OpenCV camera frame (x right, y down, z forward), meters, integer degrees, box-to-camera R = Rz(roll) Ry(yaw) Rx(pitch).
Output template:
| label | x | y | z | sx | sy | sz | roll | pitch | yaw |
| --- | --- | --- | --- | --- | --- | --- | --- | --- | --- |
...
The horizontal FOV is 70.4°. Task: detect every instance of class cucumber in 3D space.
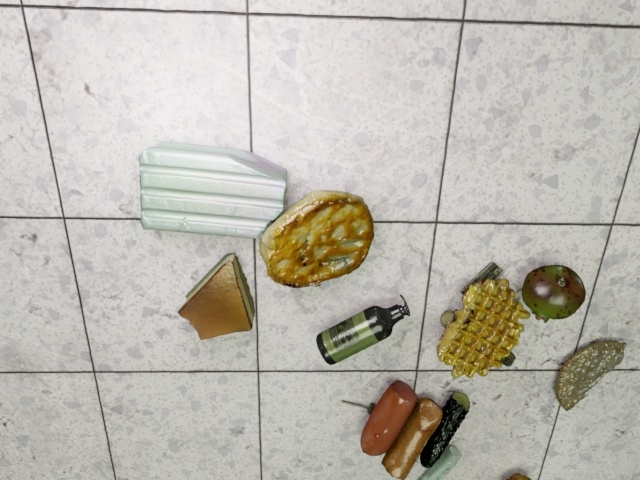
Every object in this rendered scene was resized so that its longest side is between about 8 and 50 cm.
| label | x | y | z | sx | sy | sz | roll | pitch | yaw |
| --- | --- | --- | --- | --- | --- | --- | --- | --- | --- |
| cucumber | 0.401 | 0.626 | 1.490 | 0.072 | 0.081 | 0.303 | 28 | 115 | 18 |

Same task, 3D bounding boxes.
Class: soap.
| label | x | y | z | sx | sy | sz | roll | pitch | yaw |
| --- | --- | --- | --- | --- | --- | --- | --- | --- | --- |
| soap | -0.261 | -0.124 | 1.130 | 0.347 | 0.115 | 0.208 | 5 | 113 | -5 |

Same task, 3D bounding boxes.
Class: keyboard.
| label | x | y | z | sx | sy | sz | roll | pitch | yaw |
| --- | --- | --- | --- | --- | --- | --- | --- | --- | --- |
| keyboard | 0.466 | 0.119 | 1.315 | 0.049 | 0.015 | 0.129 | 39 | 106 | -16 |

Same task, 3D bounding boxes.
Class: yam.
| label | x | y | z | sx | sy | sz | roll | pitch | yaw |
| --- | --- | --- | --- | --- | --- | --- | --- | --- | --- |
| yam | 0.476 | 0.299 | 1.370 | 0.274 | 0.061 | 0.061 | 33 | 107 | -16 |

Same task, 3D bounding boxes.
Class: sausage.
| label | x | y | z | sx | sy | sz | roll | pitch | yaw |
| --- | --- | --- | --- | --- | --- | --- | --- | --- | --- |
| sausage | 0.297 | 0.629 | 1.456 | 0.109 | 0.109 | 0.270 | 30 | 92 | -14 |
| sausage | 0.209 | 0.571 | 1.435 | 0.113 | 0.113 | 0.259 | 22 | 107 | -11 |

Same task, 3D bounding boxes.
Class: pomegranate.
| label | x | y | z | sx | sy | sz | roll | pitch | yaw |
| --- | --- | --- | --- | --- | --- | --- | --- | --- | --- |
| pomegranate | 0.649 | 0.157 | 1.279 | 0.159 | 0.159 | 0.205 | -7 | 139 | 0 |

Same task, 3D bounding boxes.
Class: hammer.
| label | x | y | z | sx | sy | sz | roll | pitch | yaw |
| --- | --- | --- | --- | --- | --- | --- | --- | --- | --- |
| hammer | 0.122 | 0.534 | 1.474 | 0.110 | 0.019 | 0.035 | 17 | 111 | -3 |

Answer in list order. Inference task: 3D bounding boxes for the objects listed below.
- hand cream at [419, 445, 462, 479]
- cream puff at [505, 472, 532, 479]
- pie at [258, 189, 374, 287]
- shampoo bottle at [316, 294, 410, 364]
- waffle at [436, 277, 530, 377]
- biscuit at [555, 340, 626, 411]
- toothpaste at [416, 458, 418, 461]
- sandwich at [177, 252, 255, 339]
| label | x | y | z | sx | sy | sz | roll | pitch | yaw |
| --- | --- | --- | --- | --- | --- | --- | --- | --- | --- |
| hand cream | 0.417 | 0.798 | 1.577 | 0.078 | 0.050 | 0.205 | 22 | 114 | -13 |
| cream puff | 0.694 | 0.888 | 1.591 | 0.104 | 0.119 | 0.133 | -1 | 95 | 24 |
| pie | 0.000 | 0.000 | 1.175 | 0.315 | 0.092 | 0.315 | -12 | 130 | -15 |
| shampoo bottle | 0.129 | 0.257 | 1.312 | 0.284 | 0.101 | 0.101 | -29 | 111 | 9 |
| waffle | 0.458 | 0.248 | 1.297 | 0.309 | 0.065 | 0.283 | -20 | 104 | -15 |
| biscuit | 0.834 | 0.409 | 1.439 | 0.141 | 0.038 | 0.290 | 33 | 106 | -14 |
| toothpaste | 0.248 | 0.679 | 1.526 | 0.194 | 0.043 | 0.067 | 41 | 103 | -10 |
| sandwich | -0.293 | 0.149 | 1.244 | 0.186 | 0.108 | 0.220 | -10 | 114 | 1 |
